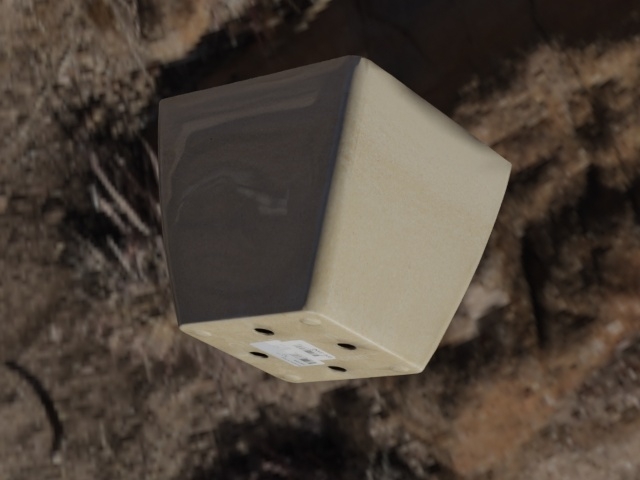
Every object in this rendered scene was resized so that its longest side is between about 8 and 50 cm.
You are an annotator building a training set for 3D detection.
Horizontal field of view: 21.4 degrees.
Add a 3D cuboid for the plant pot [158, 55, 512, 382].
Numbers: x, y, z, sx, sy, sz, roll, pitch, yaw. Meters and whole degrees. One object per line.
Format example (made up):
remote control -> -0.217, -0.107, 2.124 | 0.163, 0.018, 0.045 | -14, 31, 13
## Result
plant pot -> 0.000, 0.000, 0.682 | 0.109, 0.096, 0.109 | -9, 153, 39
